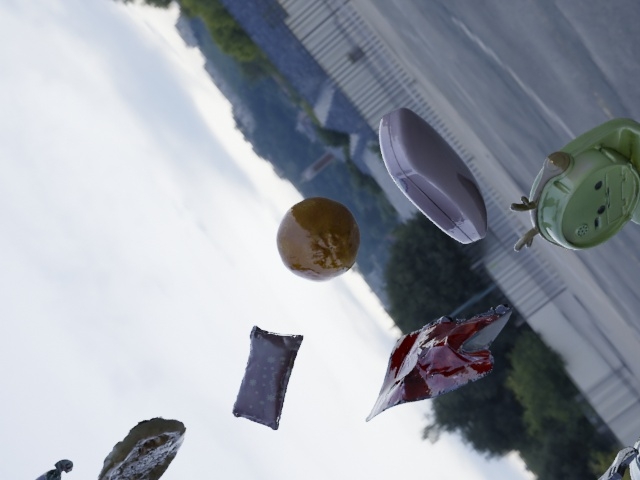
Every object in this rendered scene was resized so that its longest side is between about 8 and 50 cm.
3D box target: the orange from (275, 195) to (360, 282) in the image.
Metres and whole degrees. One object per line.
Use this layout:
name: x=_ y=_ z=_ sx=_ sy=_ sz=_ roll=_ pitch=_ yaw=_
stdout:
orange: x=0.000 y=0.000 z=1.593 sx=0.159 sy=0.159 sz=0.136 roll=48 pitch=175 yaw=-22

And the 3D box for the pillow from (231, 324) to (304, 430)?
pillow: x=-0.103 y=0.250 z=1.633 sx=0.118 sy=0.184 sz=0.043 roll=13 pitch=177 yaw=31

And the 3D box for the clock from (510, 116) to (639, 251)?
clock: x=0.507 y=-0.081 z=1.703 sx=0.096 sy=0.308 sz=0.235 roll=53 pitch=166 yaw=48

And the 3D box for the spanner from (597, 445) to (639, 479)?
spanner: x=0.396 y=0.373 z=1.312 sx=0.012 sy=0.208 sz=0.046 roll=37 pitch=-154 yaw=-3

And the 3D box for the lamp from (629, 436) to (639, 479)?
lamp: x=0.652 y=0.393 z=1.623 sx=0.314 sy=0.182 sz=0.182 roll=54 pitch=-177 yaw=-45

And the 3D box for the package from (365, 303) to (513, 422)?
package: x=0.184 y=0.182 z=1.392 sx=0.071 sy=0.269 sz=0.194 roll=55 pitch=-136 yaw=-14

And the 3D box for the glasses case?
glasses case: x=0.175 y=-0.092 z=1.330 sx=0.297 sy=0.075 sz=0.113 roll=38 pitch=-139 yaw=-48

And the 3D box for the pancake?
pancake: x=-0.416 y=0.508 z=2.036 sx=0.049 sy=0.282 sz=0.282 roll=39 pitch=-177 yaw=21

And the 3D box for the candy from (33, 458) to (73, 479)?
candy: x=-0.493 y=0.439 z=1.509 sx=0.043 sy=0.175 sz=0.045 roll=39 pitch=166 yaw=35
